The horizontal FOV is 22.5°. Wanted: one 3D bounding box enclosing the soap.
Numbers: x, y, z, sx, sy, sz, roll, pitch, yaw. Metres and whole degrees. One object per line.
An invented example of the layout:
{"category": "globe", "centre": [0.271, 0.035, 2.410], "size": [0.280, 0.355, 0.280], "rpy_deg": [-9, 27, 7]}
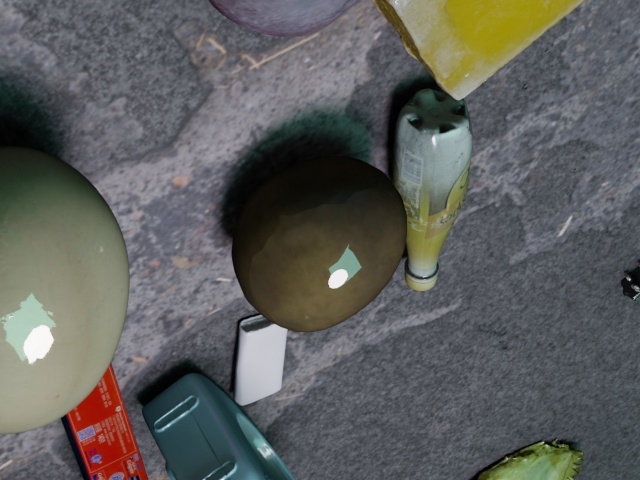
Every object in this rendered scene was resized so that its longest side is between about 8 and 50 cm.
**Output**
{"category": "soap", "centre": [0.197, -0.292, 1.519], "size": [0.315, 0.091, 0.199], "rpy_deg": [-38, 141, 2]}

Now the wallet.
{"category": "wallet", "centre": [-0.067, 0.132, 1.809], "size": [0.061, 0.025, 0.122], "rpy_deg": [-15, 137, -22]}

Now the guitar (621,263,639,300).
{"category": "guitar", "centre": [0.497, -0.012, 2.057], "size": [0.271, 0.084, 0.038], "rpy_deg": [-34, 139, 8]}

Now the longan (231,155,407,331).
{"category": "longan", "centre": [0.000, 0.000, 1.614], "size": [0.189, 0.189, 0.189], "rpy_deg": [-21, 140, -19]}

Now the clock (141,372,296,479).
{"category": "clock", "centre": [-0.078, 0.288, 1.789], "size": [0.094, 0.224, 0.274], "rpy_deg": [-35, 136, -1]}

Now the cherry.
{"category": "cherry", "centre": [-0.022, -0.250, 1.359], "size": [0.176, 0.140, 0.176], "rpy_deg": [-28, 166, -8]}

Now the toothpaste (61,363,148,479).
{"category": "toothpaste", "centre": [-0.240, 0.178, 1.686], "size": [0.066, 0.076, 0.320], "rpy_deg": [-24, 141, -15]}

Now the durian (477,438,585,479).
{"category": "durian", "centre": [0.221, 0.425, 2.300], "size": [0.394, 0.163, 0.198], "rpy_deg": [-39, 103, -2]}

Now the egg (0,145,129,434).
{"category": "egg", "centre": [-0.277, 0.046, 1.407], "size": [0.219, 0.219, 0.269], "rpy_deg": [-4, 117, -34]}

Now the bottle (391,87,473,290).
{"category": "bottle", "centre": [0.116, -0.045, 1.719], "size": [0.083, 0.083, 0.270], "rpy_deg": [-22, 143, -17]}
